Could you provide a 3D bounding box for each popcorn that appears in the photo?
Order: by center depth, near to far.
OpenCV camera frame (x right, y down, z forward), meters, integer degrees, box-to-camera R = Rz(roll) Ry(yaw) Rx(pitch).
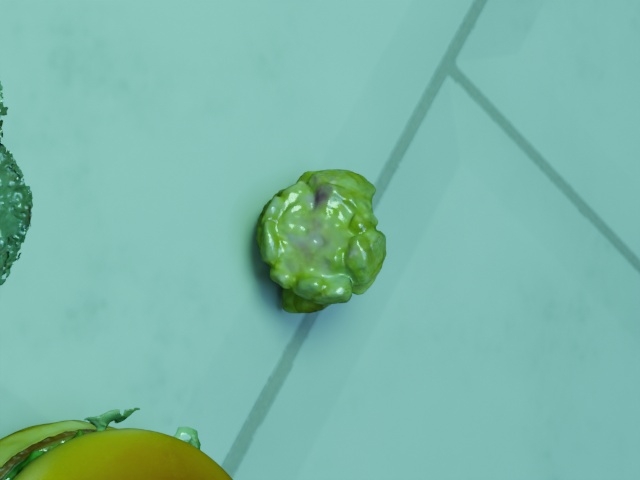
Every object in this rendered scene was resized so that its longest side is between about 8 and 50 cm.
[{"bbox_3d":[0.000,-0.002,1.459,0.097,0.089,0.109,7,71,-4],"label":"popcorn"}]

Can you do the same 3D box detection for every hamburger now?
[{"bbox_3d":[-0.130,0.228,1.280,0.246,0.170,0.246,2,86,-36],"label":"hamburger"}]

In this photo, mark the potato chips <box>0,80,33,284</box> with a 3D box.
[{"bbox_3d":[-0.266,-0.024,1.258,0.167,0.059,0.228,-11,94,-30],"label":"potato chips"}]
